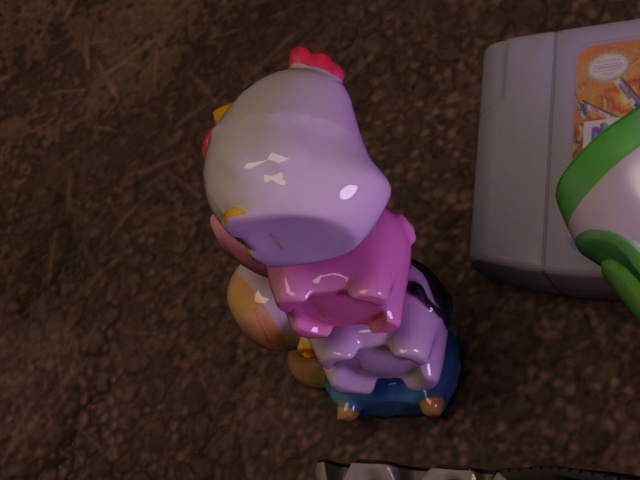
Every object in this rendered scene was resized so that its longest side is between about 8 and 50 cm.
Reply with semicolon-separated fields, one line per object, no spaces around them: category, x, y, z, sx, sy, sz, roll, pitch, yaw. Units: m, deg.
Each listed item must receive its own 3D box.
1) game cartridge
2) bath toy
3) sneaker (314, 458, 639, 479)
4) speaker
game cartridge;0.244;-0.059;1.302;0.297;0.062;0.198;-6;59;26
bath toy;0.000;0.000;1.223;0.151;0.348;0.129;-1;64;11
sneaker;0.132;0.212;1.190;0.330;0.122;0.146;-6;71;42
speaker;0.268;0.055;1.149;0.131;0.131;0.296;-38;71;7
